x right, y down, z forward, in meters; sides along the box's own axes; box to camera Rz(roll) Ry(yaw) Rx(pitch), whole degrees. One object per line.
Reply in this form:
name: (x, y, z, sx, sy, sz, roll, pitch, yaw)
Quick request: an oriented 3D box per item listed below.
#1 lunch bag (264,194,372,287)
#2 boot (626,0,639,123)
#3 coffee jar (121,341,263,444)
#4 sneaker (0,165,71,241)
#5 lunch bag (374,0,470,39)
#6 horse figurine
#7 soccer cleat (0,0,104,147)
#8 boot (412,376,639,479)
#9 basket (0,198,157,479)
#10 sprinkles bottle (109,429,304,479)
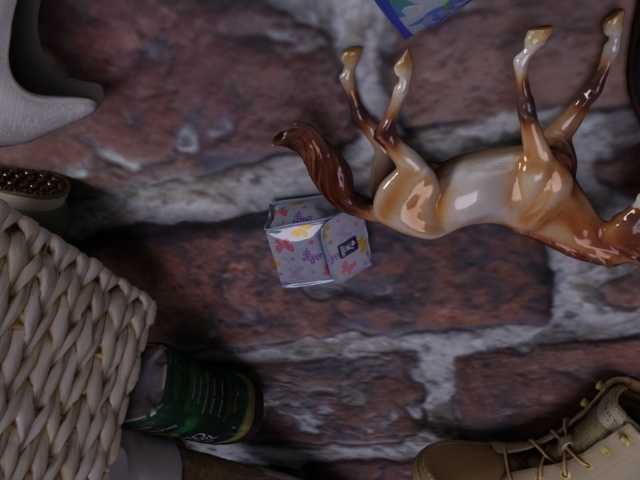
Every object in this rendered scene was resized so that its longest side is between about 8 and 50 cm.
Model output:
lunch bag: (0.000, 0.000, 0.433, 0.083, 0.053, 0.071, -8, 126, 5)
boot: (0.268, -0.096, 0.314, 0.106, 0.082, 0.219, -19, 114, -6)
coffee jar: (-0.141, 0.171, 0.535, 0.096, 0.079, 0.184, -14, 149, 22)
sneaker: (-0.328, -0.030, 0.462, 0.192, 0.064, 0.086, 12, 123, -2)
lunch bag: (0.069, -0.187, 0.255, 0.129, 0.096, 0.151, -23, 149, 25)
horse figurine: (0.105, -0.057, 0.362, 0.264, 0.066, 0.174, -4, 121, 12)
soccer cleat: (-0.233, -0.214, 0.293, 0.143, 0.116, 0.331, -9, 128, -3)
boot: (0.247, 0.225, 0.527, 0.262, 0.095, 0.203, 12, 128, 0)
basket: (-0.352, 0.140, 0.383, 0.332, 0.328, 0.266, -8, 149, 27)
sprinkles bottle: (-0.100, 0.332, 0.601, 0.121, 0.121, 0.355, -30, 132, 28)
